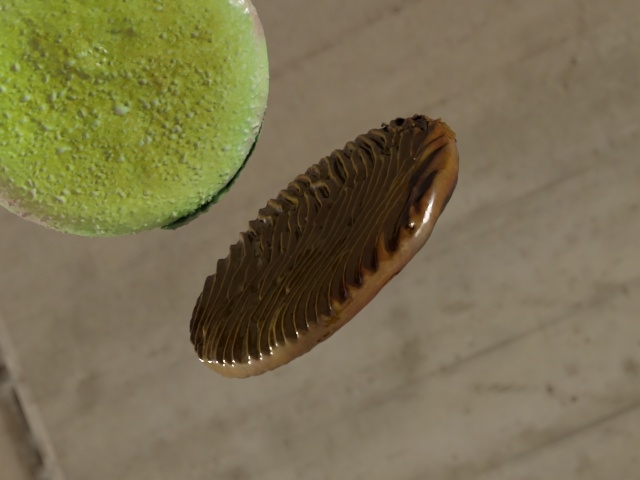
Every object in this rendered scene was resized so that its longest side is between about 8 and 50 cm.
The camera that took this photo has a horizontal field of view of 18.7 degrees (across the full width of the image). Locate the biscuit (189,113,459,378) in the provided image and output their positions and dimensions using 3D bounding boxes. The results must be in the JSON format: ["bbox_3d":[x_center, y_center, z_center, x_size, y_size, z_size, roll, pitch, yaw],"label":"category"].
[{"bbox_3d":[0.000,0.000,1.808,0.318,0.040,0.318,-37,-159,17],"label":"biscuit"}]

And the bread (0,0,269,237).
[{"bbox_3d":[-0.188,-0.132,1.704,0.301,0.301,0.045,-23,-156,-1],"label":"bread"}]
